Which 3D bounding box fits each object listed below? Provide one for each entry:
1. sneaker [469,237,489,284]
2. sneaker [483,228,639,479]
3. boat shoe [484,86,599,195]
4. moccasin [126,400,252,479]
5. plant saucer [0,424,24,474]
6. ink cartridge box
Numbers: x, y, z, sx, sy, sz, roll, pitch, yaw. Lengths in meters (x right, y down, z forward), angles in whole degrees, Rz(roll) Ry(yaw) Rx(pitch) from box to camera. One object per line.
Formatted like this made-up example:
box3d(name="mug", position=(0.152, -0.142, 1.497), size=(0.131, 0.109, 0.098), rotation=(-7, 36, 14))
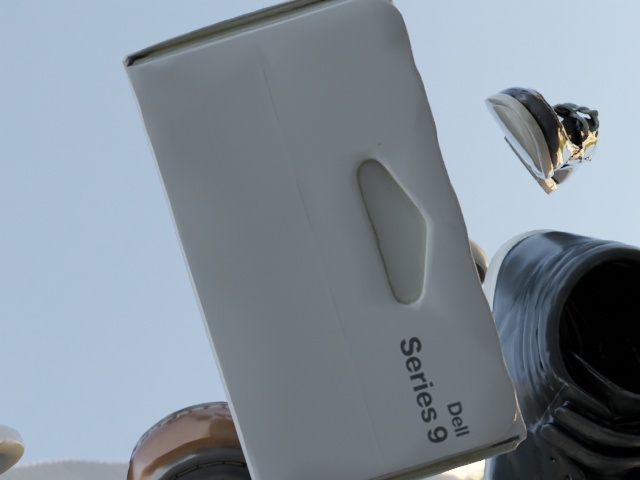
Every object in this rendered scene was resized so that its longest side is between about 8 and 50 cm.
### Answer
box3d(name="sneaker", position=(0.056, -0.042, 1.126), size=(0.106, 0.290, 0.123), rotation=(111, -178, -54))
box3d(name="sneaker", position=(0.151, 0.133, 0.567), size=(0.105, 0.147, 0.295), rotation=(-5, -96, -5))
box3d(name="boat shoe", position=(0.175, -0.086, 0.780), size=(0.065, 0.075, 0.206), rotation=(-37, -15, 9))
box3d(name="moccasin", position=(0.000, 0.188, 0.648), size=(0.139, 0.147, 0.380), rotation=(-28, -39, 14))
box3d(name="plant saucer", position=(-0.440, 0.183, 0.797), size=(0.401, 0.400, 0.100), rotation=(-11, -107, -36))
box3d(name="ink cartridge box", position=(0.000, 0.000, 0.415), size=(0.093, 0.212, 0.154), rotation=(-18, -88, -2))
